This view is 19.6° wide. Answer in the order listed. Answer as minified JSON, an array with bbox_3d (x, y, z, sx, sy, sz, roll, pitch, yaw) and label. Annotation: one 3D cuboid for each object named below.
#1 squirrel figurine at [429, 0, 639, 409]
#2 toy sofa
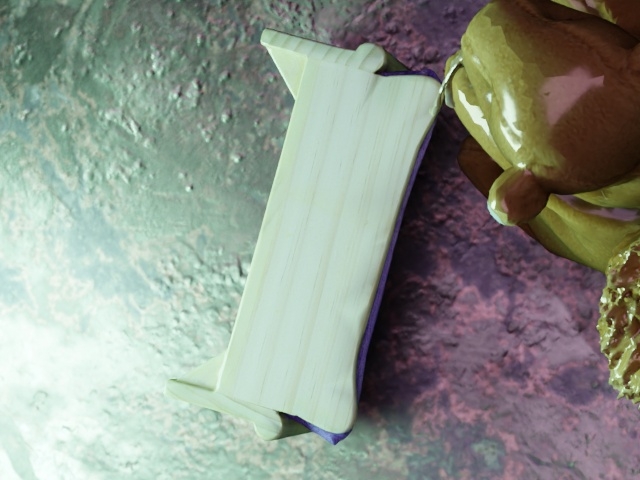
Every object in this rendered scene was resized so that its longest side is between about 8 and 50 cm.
[{"bbox_3d":[0.267,-0.058,1.501,0.281,0.370,0.397,-38,77,11],"label":"squirrel figurine"},{"bbox_3d":[0.000,0.000,1.694,0.177,0.150,0.362,15,90,12],"label":"toy sofa"}]
